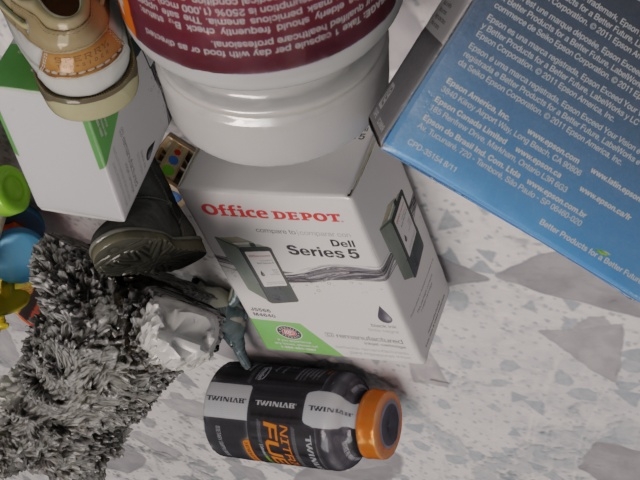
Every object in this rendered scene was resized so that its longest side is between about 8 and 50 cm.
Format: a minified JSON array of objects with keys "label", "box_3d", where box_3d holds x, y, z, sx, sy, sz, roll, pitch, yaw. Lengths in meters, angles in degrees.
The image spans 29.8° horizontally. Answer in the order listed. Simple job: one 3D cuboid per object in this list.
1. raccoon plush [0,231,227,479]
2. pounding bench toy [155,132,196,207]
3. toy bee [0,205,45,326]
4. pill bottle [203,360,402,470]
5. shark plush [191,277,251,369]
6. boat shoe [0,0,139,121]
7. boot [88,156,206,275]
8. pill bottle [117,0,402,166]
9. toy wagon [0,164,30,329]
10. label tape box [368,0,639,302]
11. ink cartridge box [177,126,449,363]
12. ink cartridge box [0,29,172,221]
[{"label":"raccoon plush","box_3d":[-0.259,0.165,1.278,0.216,0.299,0.446,22,179,-8]},{"label":"pounding bench toy","box_3d":[-0.176,-0.076,1.298,0.083,0.065,0.052,33,145,-13]},{"label":"toy bee","box_3d":[-0.413,0.018,1.486,0.162,0.195,0.298,-37,98,5]},{"label":"pill bottle","box_3d":[-0.020,0.229,1.567,0.245,0.130,0.130,1,140,28]},{"label":"shark plush","box_3d":[-0.131,0.110,1.523,0.073,0.067,0.161,10,144,17]},{"label":"boat shoe","box_3d":[-0.223,-0.236,0.961,0.302,0.113,0.103,58,165,31]},{"label":"boot","box_3d":[-0.201,-0.070,1.167,0.076,0.209,0.189,-25,170,12]},{"label":"pill bottle","box_3d":[-0.051,-0.250,0.852,0.224,0.224,0.392,12,144,15]},{"label":"toy wagon","box_3d":[-0.452,-0.041,1.358,0.267,0.068,0.344,-16,97,29]},{"label":"label tape box","box_3d":[0.226,-0.158,0.884,0.240,0.106,0.334,30,104,-11]},{"label":"ink cartridge box","box_3d":[0.000,0.000,1.256,0.198,0.115,0.273,3,141,27]},{"label":"ink cartridge box","box_3d":[-0.192,-0.153,1.070,0.092,0.219,0.160,9,144,14]}]
